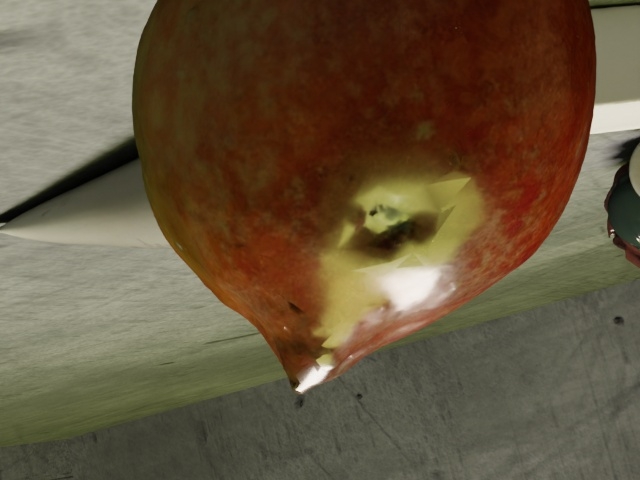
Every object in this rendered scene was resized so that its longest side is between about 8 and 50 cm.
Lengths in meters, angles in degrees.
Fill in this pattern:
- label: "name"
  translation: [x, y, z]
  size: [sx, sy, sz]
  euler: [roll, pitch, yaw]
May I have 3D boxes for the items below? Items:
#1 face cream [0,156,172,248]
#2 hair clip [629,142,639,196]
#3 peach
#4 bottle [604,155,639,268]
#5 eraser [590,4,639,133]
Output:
- label: "face cream"
  translation: [-0.143, -0.026, 1.084]
  size: [0.143, 0.089, 0.314]
  euler: [-6, 175, -39]
- label: "hair clip"
  translation: [0.447, -0.080, 1.367]
  size: [0.282, 0.173, 0.113]
  euler: [1, 175, -12]
- label: "peach"
  translation: [0.020, -0.053, 0.632]
  size: [0.232, 0.257, 0.232]
  euler: [3, 164, 1]
- label: "bottle"
  translation: [0.408, -0.032, 1.537]
  size: [0.143, 0.156, 0.271]
  euler: [-12, 177, 31]
- label: "eraser"
  translation: [0.232, -0.129, 0.995]
  size: [0.298, 0.078, 0.076]
  euler: [-9, 169, -24]
